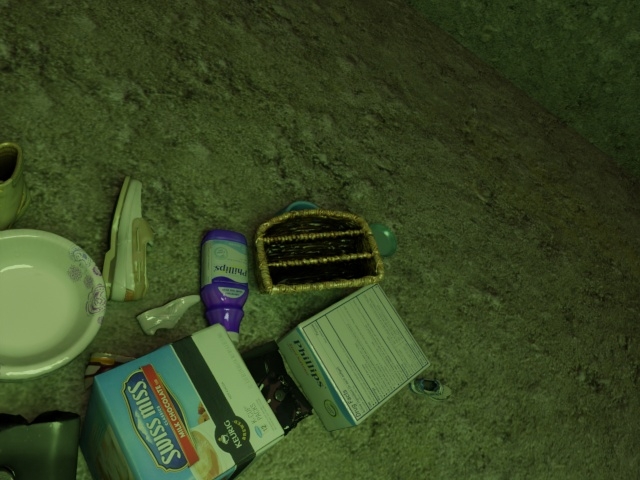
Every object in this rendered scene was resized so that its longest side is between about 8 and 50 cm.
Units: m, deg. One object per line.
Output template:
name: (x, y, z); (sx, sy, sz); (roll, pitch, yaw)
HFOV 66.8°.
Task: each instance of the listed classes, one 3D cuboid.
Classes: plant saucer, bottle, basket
plant saucer: (0.187, 0.003, 1.534); (0.119, 0.021, 0.119); (14, 59, -23)
bottle: (-0.236, 0.114, 1.192); (0.118, 0.092, 0.283); (12, 59, -31)
basket: (-0.014, 0.021, 1.217); (0.299, 0.223, 0.214); (-4, 84, -12)

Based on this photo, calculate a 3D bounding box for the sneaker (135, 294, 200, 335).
sneaker: (-0.348, 0.171, 1.132); (0.152, 0.053, 0.061); (-24, 91, -32)

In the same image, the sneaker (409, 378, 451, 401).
sneaker: (0.319, 0.417, 1.360); (0.135, 0.058, 0.052); (17, 58, -22)

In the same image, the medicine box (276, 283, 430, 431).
medicine box: (0.085, 0.288, 1.242); (0.289, 0.149, 0.263); (-25, 78, -36)

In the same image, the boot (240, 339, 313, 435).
boot: (-0.150, 0.362, 1.104); (0.246, 0.094, 0.207); (-17, 70, -41)

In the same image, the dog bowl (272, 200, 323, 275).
dog bowl: (0.000, 0.000, 1.399); (0.297, 0.074, 0.166); (36, 53, -7)

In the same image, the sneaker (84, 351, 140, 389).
sneaker: (-0.399, 0.290, 1.030); (0.185, 0.069, 0.084); (13, 68, -16)

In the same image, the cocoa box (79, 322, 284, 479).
cocoa box: (-0.265, 0.355, 0.861); (0.228, 0.347, 0.231); (-18, 64, -40)

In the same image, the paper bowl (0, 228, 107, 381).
paper bowl: (-0.578, 0.131, 0.947); (0.284, 0.148, 0.284); (12, 65, -27)

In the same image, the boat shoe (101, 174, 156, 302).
boat shoe: (-0.443, -0.003, 1.138); (0.103, 0.113, 0.302); (11, 70, -25)

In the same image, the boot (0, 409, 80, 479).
boot: (-0.402, 0.496, 0.755); (0.367, 0.146, 0.445); (-2, 76, -8)

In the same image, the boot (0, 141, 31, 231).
boot: (-0.675, -0.056, 0.969); (0.095, 0.203, 0.262); (28, 54, -13)
